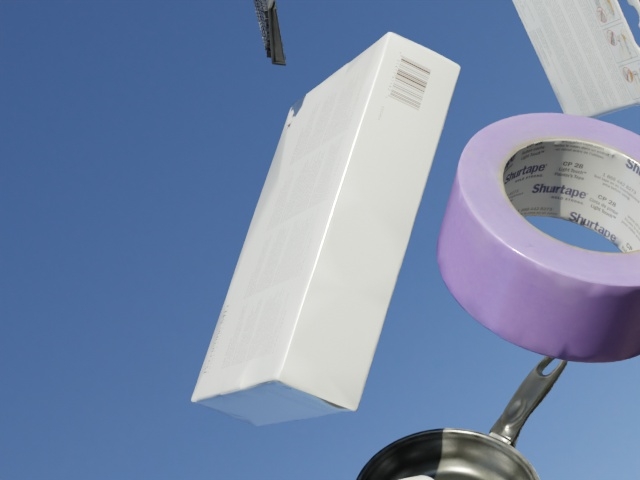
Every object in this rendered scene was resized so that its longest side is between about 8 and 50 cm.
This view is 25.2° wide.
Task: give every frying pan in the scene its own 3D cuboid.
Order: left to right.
[{"bbox_3d":[0.145,0.232,1.509,0.326,0.197,0.053,-68,-22,-48],"label":"frying pan"}]

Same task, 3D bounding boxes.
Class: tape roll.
[{"bbox_3d":[0.184,-0.005,1.043,0.189,0.189,0.080,-19,-41,-30],"label":"tape roll"}]

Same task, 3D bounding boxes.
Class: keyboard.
[{"bbox_3d":[-0.062,-0.259,1.651,0.023,0.180,0.108,-11,-57,-1],"label":"keyboard"}]

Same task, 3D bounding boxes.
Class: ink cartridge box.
[{"bbox_3d":[0.308,-0.233,1.565,0.066,0.189,0.232,-27,5,-23],"label":"ink cartridge box"}]

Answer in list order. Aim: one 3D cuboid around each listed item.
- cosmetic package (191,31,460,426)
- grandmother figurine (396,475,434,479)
[{"bbox_3d":[0.000,0.000,1.515,0.097,0.284,0.377,24,-107,-19],"label":"cosmetic package"},{"bbox_3d":[0.130,0.250,0.701,0.104,0.342,0.208,-51,-17,14],"label":"grandmother figurine"}]
